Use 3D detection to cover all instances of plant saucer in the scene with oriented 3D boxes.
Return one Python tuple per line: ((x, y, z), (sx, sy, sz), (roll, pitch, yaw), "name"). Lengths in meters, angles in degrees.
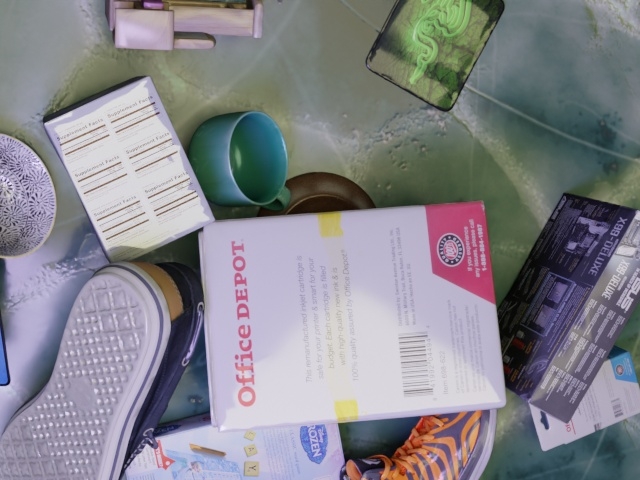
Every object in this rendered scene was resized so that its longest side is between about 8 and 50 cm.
((0.000, 0.000, 1.725), (0.198, 0.036, 0.199), (-2, 98, -12), "plant saucer")

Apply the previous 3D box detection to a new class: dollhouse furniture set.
((-0.166, -0.414, 1.496), (0.198, 0.286, 0.303), (0, 110, -13), "dollhouse furniture set")

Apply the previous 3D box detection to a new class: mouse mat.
((0.170, -0.303, 1.735), (0.152, 0.007, 0.190), (27, 91, -15), "mouse mat")

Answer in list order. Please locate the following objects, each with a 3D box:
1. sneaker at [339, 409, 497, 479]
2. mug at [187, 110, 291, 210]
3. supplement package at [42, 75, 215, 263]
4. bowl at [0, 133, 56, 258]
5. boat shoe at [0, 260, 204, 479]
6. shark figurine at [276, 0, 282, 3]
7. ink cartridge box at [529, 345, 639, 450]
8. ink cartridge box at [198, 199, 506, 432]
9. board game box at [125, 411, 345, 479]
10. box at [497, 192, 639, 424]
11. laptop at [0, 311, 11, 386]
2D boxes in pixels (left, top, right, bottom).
((0.136, 0.308, 1.702), (0.180, 0.124, 0.321), (17, 84, -16), "sneaker")
((-0.118, -0.098, 1.638), (0.129, 0.097, 0.158), (-34, 115, -49), "mug")
((-0.258, -0.097, 1.567), (0.149, 0.194, 0.203), (-26, 102, -9), "supplement package")
((-0.445, -0.052, 1.576), (0.170, 0.080, 0.170), (18, 65, -45), "bowl")
((-0.290, 0.221, 1.570), (0.187, 0.156, 0.500), (40, 121, 18), "boat shoe")
((-0.121, -0.427, 1.440), (0.116, 0.166, 0.278), (-52, 146, -21), "shark figurine")
((0.402, 0.244, 1.840), (0.180, 0.060, 0.104), (-20, 103, -10), "ink cartridge box")
((0.035, 0.105, 1.605), (0.384, 0.160, 0.279), (-4, 82, -5), "ink cartridge box")
((-0.110, 0.403, 1.741), (0.317, 0.066, 0.319), (-12, 100, -11), "board game box")
((0.357, 0.088, 1.714), (0.076, 0.242, 0.307), (30, 90, -15), "box")
((-0.614, 0.027, 1.407), (0.381, 0.408, 0.236), (-1, 74, 7), "laptop")
